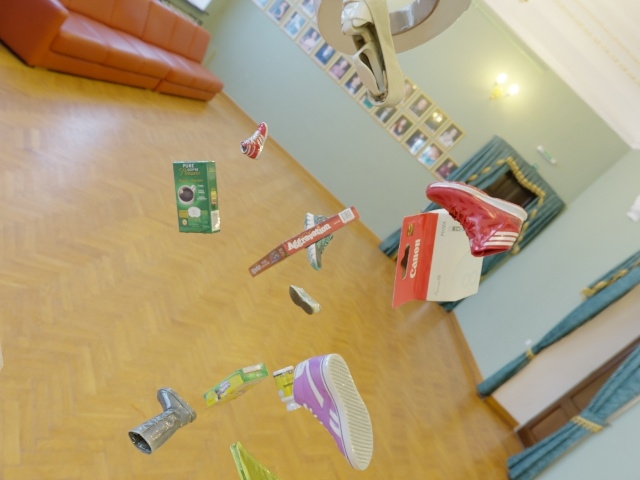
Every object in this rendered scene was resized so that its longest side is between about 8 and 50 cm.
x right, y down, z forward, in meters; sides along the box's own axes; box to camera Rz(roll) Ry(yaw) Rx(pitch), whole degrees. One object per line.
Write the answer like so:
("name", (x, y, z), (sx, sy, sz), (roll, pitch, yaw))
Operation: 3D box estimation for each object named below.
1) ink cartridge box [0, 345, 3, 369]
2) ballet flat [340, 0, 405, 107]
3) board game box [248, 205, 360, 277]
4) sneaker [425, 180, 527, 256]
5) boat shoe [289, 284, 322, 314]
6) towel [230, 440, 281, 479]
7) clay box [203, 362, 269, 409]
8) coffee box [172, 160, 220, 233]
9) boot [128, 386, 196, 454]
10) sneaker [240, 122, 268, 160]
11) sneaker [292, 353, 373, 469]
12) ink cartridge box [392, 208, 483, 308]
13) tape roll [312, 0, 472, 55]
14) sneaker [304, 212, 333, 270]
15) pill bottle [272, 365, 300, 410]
("ink cartridge box", (-0.735, 0.192, 0.924), (0.140, 0.190, 0.082), (-1, 18, -18))
("ballet flat", (0.082, -0.348, 0.800), (0.086, 0.086, 0.248), (-84, 153, -72))
("board game box", (-0.043, 0.009, 0.874), (0.027, 0.145, 0.281), (62, -23, 1))
("sneaker", (0.320, -0.043, 1.009), (0.221, 0.128, 0.087), (20, -14, 21))
("boat shoe", (-0.058, 0.208, 1.645), (0.048, 0.056, 0.153), (-12, 33, -37))
("towel", (-0.066, 0.417, 0.751), (0.102, 0.021, 0.237), (42, -13, 53))
("clay box", (-0.290, 0.489, 1.544), (0.128, 0.222, 0.053), (5, 52, -55))
("coffee box", (-0.315, -0.110, 1.179), (0.113, 0.184, 0.040), (2, 11, 26))
("boot", (-0.532, 0.579, 1.500), (0.190, 0.075, 0.209), (23, 26, 26))
("sneaker", (-0.203, -0.310, 1.409), (0.042, 0.118, 0.067), (15, 0, 42))
("sneaker", (0.023, 0.423, 1.142), (0.102, 0.161, 0.281), (-10, 80, -54))
("ink cartridge box", (0.401, 0.055, 1.506), (0.385, 0.307, 0.091), (-11, 22, -41))
("tape roll", (0.177, -0.586, 1.109), (0.392, 0.393, 0.071), (16, 61, -62))
("sneaker", (0.000, 0.000, 1.265), (0.065, 0.076, 0.166), (118, -31, -68))
("pill bottle", (-0.091, 0.429, 1.342), (0.065, 0.065, 0.116), (9, 59, -66))
